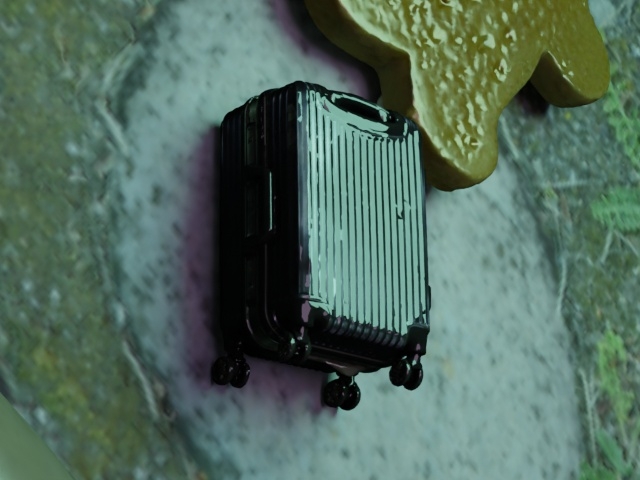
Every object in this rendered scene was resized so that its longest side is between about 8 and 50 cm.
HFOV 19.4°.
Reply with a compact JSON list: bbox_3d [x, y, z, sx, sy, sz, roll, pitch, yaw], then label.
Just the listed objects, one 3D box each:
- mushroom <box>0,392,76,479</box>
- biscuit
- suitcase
[{"bbox_3d":[-0.181,0.116,0.459,0.297,0.297,0.290,50,10,-20],"label":"mushroom"},{"bbox_3d":[0.083,-0.127,0.913,0.240,0.035,0.158,-39,106,-42],"label":"biscuit"},{"bbox_3d":[0.000,0.000,0.780,0.086,0.059,0.126,16,64,-40],"label":"suitcase"}]
